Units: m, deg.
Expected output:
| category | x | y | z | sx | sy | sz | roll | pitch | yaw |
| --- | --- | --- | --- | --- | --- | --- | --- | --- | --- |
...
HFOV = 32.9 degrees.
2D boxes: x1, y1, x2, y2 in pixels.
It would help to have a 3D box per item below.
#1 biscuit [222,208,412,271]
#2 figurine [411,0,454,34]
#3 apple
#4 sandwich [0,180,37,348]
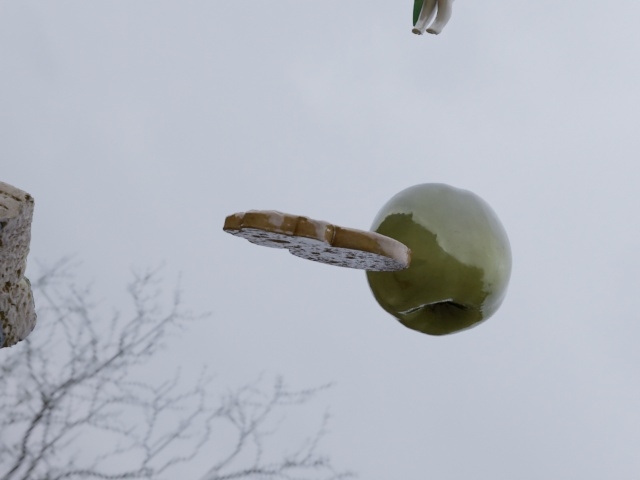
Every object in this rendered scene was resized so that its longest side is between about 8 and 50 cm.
| category | x | y | z | sx | sy | sz | roll | pitch | yaw |
| --- | --- | --- | --- | --- | --- | --- | --- | --- | --- |
| biscuit | 0.000 | -0.001 | 1.568 | 0.288 | 0.044 | 0.202 | 16 | -11 | -26 |
| figurine | 0.170 | -0.334 | 1.378 | 0.083 | 0.187 | 0.083 | 22 | -17 | 7 |
| apple | 0.200 | 0.029 | 1.823 | 0.262 | 0.262 | 0.262 | 37 | -29 | 25 |
| sandwich | -0.543 | 0.010 | 1.608 | 0.249 | 0.095 | 0.273 | 24 | -49 | 15 |
